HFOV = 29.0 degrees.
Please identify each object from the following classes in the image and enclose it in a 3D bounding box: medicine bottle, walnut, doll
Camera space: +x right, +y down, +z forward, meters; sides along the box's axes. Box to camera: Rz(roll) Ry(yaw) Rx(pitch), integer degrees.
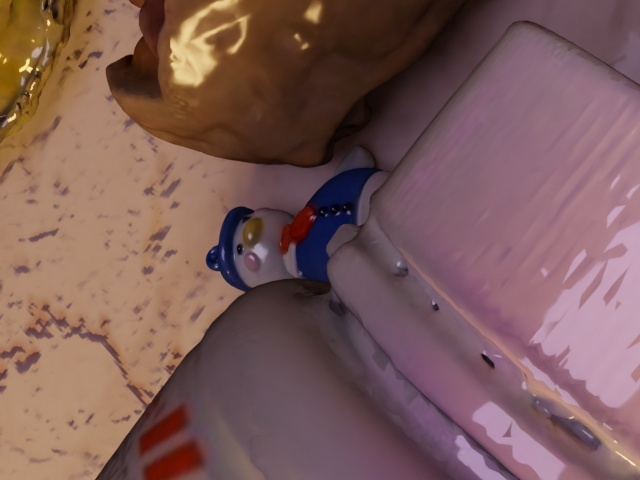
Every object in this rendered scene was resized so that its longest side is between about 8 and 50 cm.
[{"bbox_3d":[0.058,0.109,0.458,0.256,0.256,0.325,42,103,22],"label":"medicine bottle"},{"bbox_3d":[-0.013,-0.154,0.558,0.204,0.141,0.238,1,90,24],"label":"walnut"},{"bbox_3d":[0.000,0.000,0.604,0.143,0.057,0.099,-9,60,35],"label":"doll"}]

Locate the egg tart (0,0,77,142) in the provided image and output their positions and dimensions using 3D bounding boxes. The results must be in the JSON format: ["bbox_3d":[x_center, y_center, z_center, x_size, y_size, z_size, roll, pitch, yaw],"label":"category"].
[{"bbox_3d":[-0.278,-0.169,0.717,0.315,0.120,0.315,1,92,28],"label":"egg tart"}]
